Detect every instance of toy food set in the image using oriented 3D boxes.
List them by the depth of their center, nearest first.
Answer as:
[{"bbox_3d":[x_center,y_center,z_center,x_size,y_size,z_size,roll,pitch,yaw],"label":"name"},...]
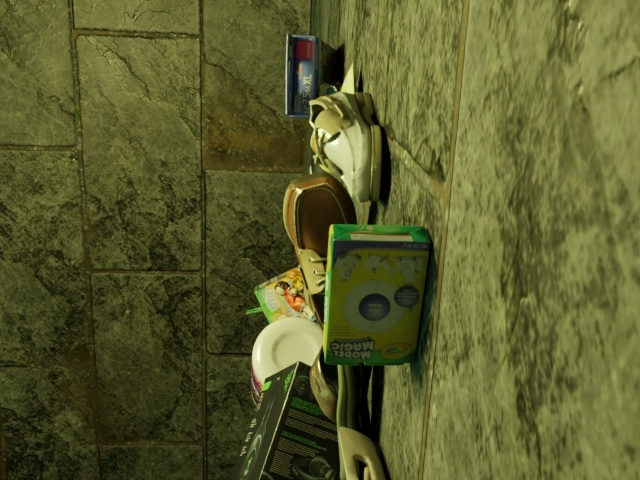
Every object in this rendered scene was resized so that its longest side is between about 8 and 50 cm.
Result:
[{"bbox_3d":[0.043,0.439,0.949,0.219,0.093,0.306,-110,22,-78],"label":"toy food set"}]

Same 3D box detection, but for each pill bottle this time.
[{"bbox_3d":[-0.068,0.311,1.624,0.323,0.182,0.181,101,169,-61],"label":"pill bottle"}]

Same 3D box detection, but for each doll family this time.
[{"bbox_3d":[-0.033,0.157,1.711,0.163,0.118,0.263,43,156,23],"label":"doll family"}]

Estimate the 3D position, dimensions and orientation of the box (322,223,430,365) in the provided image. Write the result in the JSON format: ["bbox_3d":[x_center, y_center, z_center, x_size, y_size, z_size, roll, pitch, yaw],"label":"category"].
[{"bbox_3d":[0.057,0.071,0.780,0.043,0.105,0.179,-95,7,-61],"label":"box"}]

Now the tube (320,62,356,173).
[{"bbox_3d":[0.042,-0.230,1.401,0.070,0.062,0.240,46,151,19],"label":"tube"}]

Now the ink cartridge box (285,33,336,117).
[{"bbox_3d":[-0.020,-0.386,1.709,0.311,0.065,0.185,-28,-58,-74],"label":"ink cartridge box"}]

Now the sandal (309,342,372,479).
[{"bbox_3d":[0.026,0.223,1.077,0.120,0.086,0.302,-17,-72,-70],"label":"sandal"}]

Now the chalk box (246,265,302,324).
[{"bbox_3d":[-0.108,0.171,2.026,0.132,0.213,0.132,64,178,-5],"label":"chalk box"}]

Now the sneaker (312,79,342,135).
[{"bbox_3d":[0.024,-0.271,1.651,0.083,0.072,0.190,84,-166,-71],"label":"sneaker"}]

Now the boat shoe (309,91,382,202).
[{"bbox_3d":[0.036,-0.148,1.115,0.302,0.103,0.113,-97,9,-60],"label":"boat shoe"}]

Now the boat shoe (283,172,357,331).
[{"bbox_3d":[0.021,0.039,1.184,0.120,0.123,0.324,-110,4,-50],"label":"boat shoe"}]

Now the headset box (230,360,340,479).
[{"bbox_3d":[-0.050,0.358,1.229,0.246,0.131,0.283,135,156,-66],"label":"headset box"}]

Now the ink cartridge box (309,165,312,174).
[{"bbox_3d":[0.000,0.000,1.823,0.261,0.066,0.296,-94,7,-50],"label":"ink cartridge box"}]
